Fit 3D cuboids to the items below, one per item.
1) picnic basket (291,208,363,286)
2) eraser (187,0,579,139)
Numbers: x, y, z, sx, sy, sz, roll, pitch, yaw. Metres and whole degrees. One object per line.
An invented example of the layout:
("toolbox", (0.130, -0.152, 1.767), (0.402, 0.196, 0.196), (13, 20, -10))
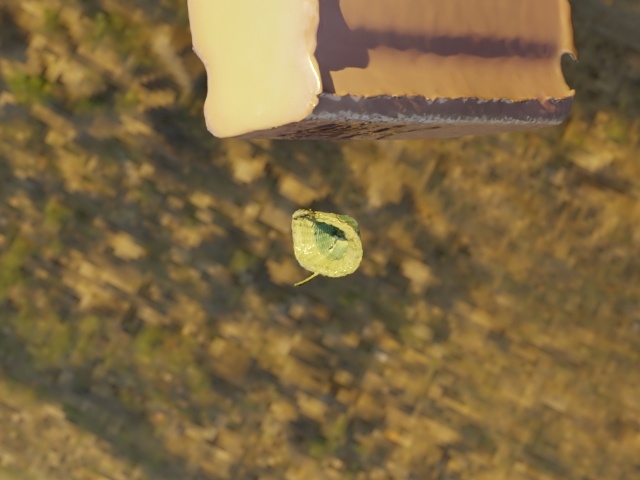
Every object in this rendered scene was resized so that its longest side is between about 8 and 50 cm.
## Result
("picnic basket", (0.000, 0.000, 1.603), (0.083, 0.065, 0.083), (17, -153, 39))
("eraser", (0.050, -0.215, 1.349), (0.122, 0.272, 0.359), (-9, 178, 36))
